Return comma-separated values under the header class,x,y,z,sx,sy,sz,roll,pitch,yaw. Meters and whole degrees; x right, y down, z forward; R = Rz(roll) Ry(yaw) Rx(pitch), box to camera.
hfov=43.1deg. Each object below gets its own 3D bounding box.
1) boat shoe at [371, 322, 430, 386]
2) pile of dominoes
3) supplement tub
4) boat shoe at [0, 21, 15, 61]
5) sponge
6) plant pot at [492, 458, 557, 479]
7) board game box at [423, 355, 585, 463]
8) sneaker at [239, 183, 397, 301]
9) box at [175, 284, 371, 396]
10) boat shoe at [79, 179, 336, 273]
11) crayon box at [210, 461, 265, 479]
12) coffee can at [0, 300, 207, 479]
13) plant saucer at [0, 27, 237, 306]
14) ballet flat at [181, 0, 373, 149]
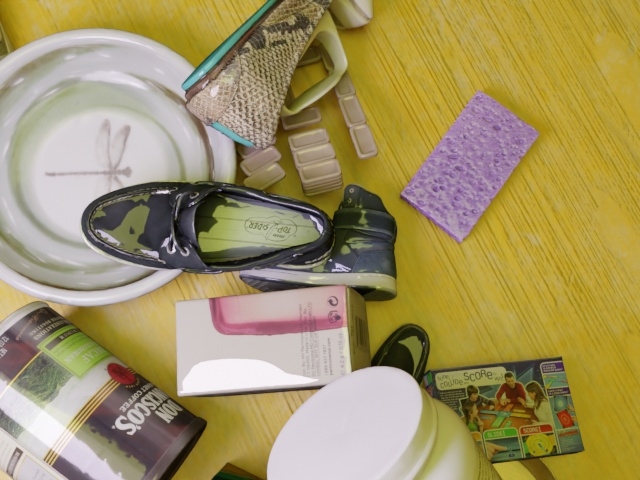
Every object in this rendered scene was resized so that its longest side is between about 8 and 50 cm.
class,x,y,z,sx,sy,sz,roll,pitch,yaw
boat shoe,0.091,0.221,1.135,0.084,0.079,0.233,31,78,3
pile of dominoes,-0.037,-0.176,1.204,0.196,0.040,0.251,-15,58,-4
supplement tub,0.109,0.330,0.945,0.235,0.235,0.325,-38,113,-8
boat shoe,-0.548,-0.364,1.201,0.118,0.103,0.320,-23,79,-7
sponge,0.226,-0.113,1.224,0.117,0.031,0.210,37,81,5
plant pot,0.226,0.389,1.132,0.236,0.032,0.236,0,79,-1
board game box,0.255,0.239,1.133,0.201,0.035,0.136,-3,68,-11
sneaker,0.001,0.001,1.172,0.226,0.086,0.163,2,71,6
box,-0.059,0.138,1.081,0.232,0.148,0.126,-6,78,11
boat shoe,-0.144,-0.018,1.051,0.340,0.113,0.127,9,82,-6
crayon box,-0.164,0.462,0.959,0.106,0.313,0.363,26,80,2
coffee can,-0.317,0.238,1.051,0.275,0.201,0.201,35,80,4
plant saucer,-0.320,-0.100,1.164,0.401,0.100,0.400,1,79,-3
ballet flat,-0.022,-0.324,1.182,0.182,0.164,0.482,38,62,-21
